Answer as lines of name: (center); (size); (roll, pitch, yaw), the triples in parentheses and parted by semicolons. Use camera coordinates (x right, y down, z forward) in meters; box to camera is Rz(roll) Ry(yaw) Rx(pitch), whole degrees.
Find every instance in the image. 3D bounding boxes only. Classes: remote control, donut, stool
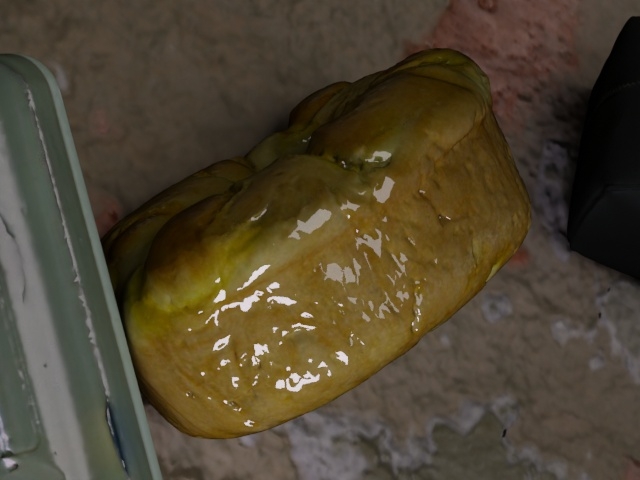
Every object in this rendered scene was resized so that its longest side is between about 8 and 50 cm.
remote control: (-0.157, 0.078, 0.908); (0.065, 0.128, 0.335); (-14, 89, -67)
donut: (0.000, 0.000, 0.981); (0.261, 0.208, 0.128); (-36, 102, -28)
stool: (0.276, -0.051, 1.164); (0.232, 0.232, 0.141); (20, 69, -29)
